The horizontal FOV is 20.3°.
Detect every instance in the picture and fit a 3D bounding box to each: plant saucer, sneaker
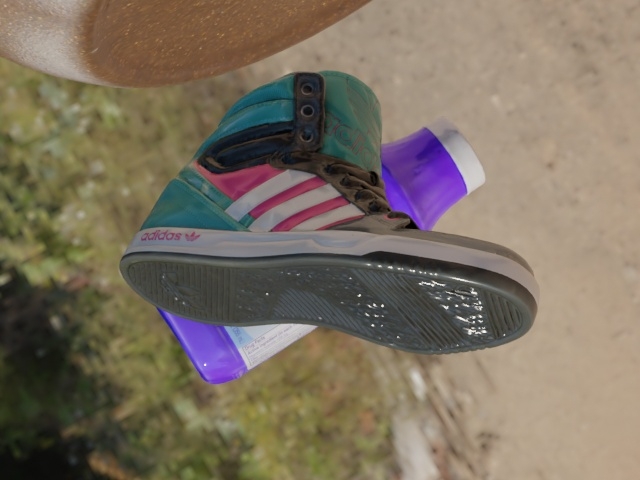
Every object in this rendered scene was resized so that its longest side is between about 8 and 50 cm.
[{"bbox_3d":[-0.013,-0.098,0.514,0.036,0.199,0.198,61,162,13],"label":"plant saucer"},{"bbox_3d":[0.024,-0.027,1.197,0.296,0.178,0.124,6,147,28],"label":"sneaker"}]

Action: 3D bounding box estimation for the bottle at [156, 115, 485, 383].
[{"bbox_3d":[0.000,0.000,1.448,0.118,0.283,0.092,57,173,12],"label":"bottle"}]
